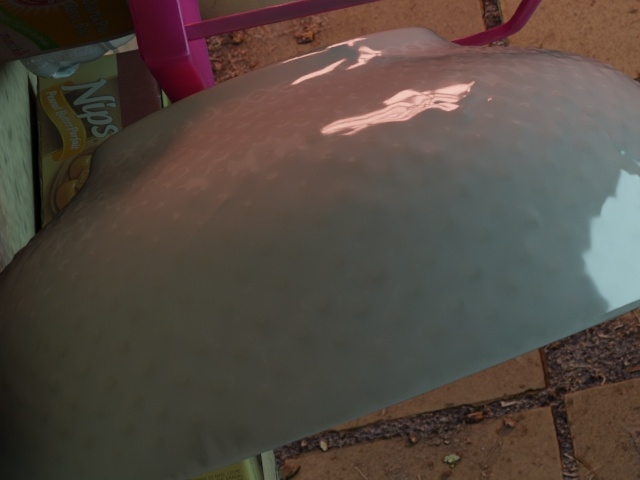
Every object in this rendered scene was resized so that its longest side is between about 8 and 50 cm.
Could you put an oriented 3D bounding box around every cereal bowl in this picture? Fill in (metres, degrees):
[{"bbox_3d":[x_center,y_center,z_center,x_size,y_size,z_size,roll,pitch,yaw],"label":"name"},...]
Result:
[{"bbox_3d":[0.000,0.000,0.729,0.339,0.339,0.141,71,-1,-89],"label":"cereal bowl"}]

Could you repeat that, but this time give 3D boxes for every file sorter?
[{"bbox_3d":[-0.012,-0.222,0.764,0.202,0.182,0.291,93,-15,-87],"label":"file sorter"}]

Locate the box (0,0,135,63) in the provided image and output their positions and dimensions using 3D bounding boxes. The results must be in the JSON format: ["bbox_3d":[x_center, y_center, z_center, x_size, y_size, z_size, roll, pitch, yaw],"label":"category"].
[{"bbox_3d":[-0.154,-0.197,0.780,0.114,0.103,0.203,78,0,-80],"label":"box"}]

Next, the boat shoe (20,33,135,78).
[{"bbox_3d":[-0.157,-0.148,1.011,0.079,0.081,0.227,58,3,-18],"label":"boat shoe"}]

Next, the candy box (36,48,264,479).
[{"bbox_3d":[-0.107,0.051,1.117,0.316,0.087,0.183,77,1,-46],"label":"candy box"}]

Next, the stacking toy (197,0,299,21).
[{"bbox_3d":[-0.089,-0.225,1.049,0.330,0.141,0.141,-140,-145,-66],"label":"stacking toy"}]
